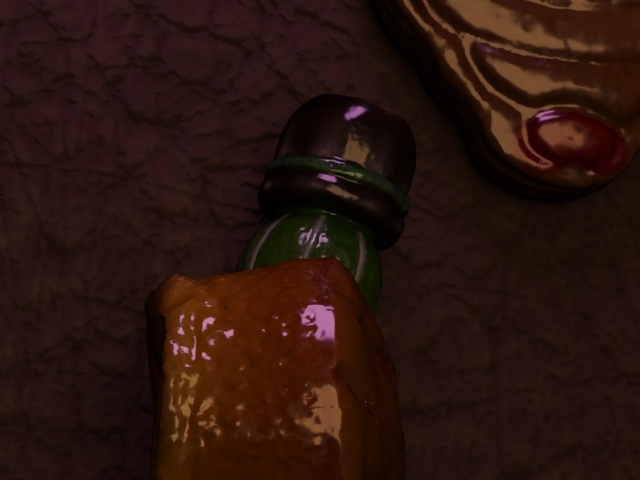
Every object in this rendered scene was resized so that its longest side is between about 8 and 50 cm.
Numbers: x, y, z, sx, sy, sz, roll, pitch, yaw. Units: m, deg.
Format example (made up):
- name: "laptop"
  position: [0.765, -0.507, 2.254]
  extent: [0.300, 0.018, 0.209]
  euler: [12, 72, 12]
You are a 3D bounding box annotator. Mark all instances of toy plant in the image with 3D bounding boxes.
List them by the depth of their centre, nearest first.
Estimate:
- name: "toy plant"
  position: [0.000, 0.000, 1.166]
  extent: [0.093, 0.093, 0.162]
  euler: [21, 74, -8]

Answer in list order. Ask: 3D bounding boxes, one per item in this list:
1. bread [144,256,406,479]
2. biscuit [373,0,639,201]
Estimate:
- name: "bread"
  position: [-0.026, 0.136, 1.050]
  extent: [0.143, 0.195, 0.269]
  euler: [2, 119, -4]
- name: "biscuit"
  position: [0.173, -0.210, 1.281]
  extent: [0.359, 0.074, 0.381]
  euler: [8, 71, -10]
